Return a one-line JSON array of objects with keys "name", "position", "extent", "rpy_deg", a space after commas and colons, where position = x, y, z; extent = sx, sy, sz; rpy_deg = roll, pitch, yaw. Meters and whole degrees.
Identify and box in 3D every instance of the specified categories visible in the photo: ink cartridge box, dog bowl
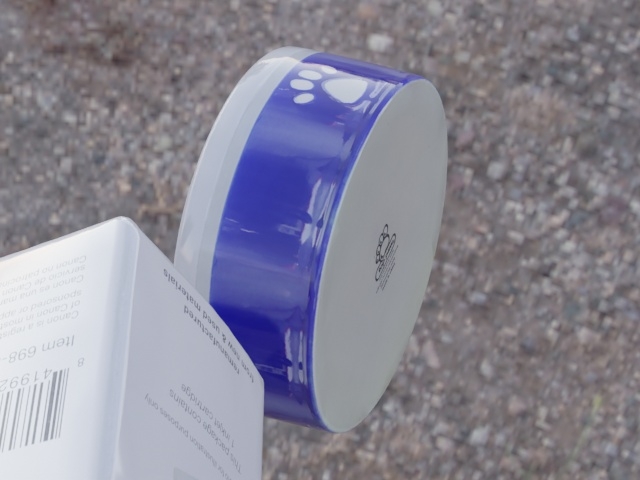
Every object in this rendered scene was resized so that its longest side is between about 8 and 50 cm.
[{"name": "ink cartridge box", "position": [-0.102, 0.120, 0.397], "extent": [0.159, 0.092, 0.218], "rpy_deg": [-18, 44, 19]}, {"name": "dog bowl", "position": [0.000, 0.000, 1.071], "extent": [0.104, 0.265, 0.265], "rpy_deg": [14, 44, 19]}]
